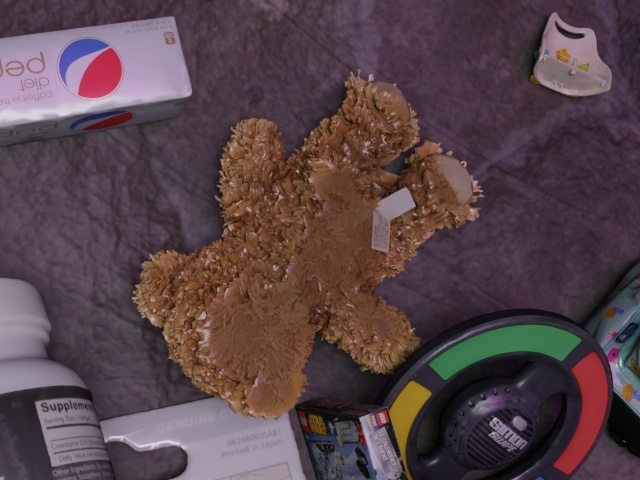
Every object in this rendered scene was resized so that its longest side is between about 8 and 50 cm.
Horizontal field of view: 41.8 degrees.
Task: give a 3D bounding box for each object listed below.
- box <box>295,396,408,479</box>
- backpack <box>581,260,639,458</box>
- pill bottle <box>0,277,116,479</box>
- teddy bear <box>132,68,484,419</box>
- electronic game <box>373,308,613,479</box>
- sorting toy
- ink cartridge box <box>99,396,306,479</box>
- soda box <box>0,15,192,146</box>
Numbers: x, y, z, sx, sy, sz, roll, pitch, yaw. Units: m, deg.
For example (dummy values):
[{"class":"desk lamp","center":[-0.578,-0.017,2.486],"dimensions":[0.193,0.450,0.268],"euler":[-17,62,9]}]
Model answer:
[{"class":"box","center":[0.027,0.178,0.677],"dimensions":[0.027,0.137,0.094],"euler":[-17,90,-23]},{"class":"backpack","center":[0.347,0.102,0.795],"dimensions":[0.166,0.144,0.188],"euler":[44,69,-4]},{"class":"pill bottle","center":[-0.216,0.177,0.557],"dimensions":[0.162,0.162,0.278],"euler":[-16,72,-20]},{"class":"teddy bear","center":[0.000,0.000,0.717],"dimensions":[0.245,0.113,0.338],"euler":[35,67,-20]},{"class":"electronic game","center":[0.147,0.159,0.719],"dimensions":[0.229,0.048,0.229],"euler":[-7,118,-14]},{"class":"sorting toy","center":[0.251,-0.191,0.848],"dimensions":[0.083,0.045,0.075],"euler":[19,71,-16]},{"class":"ink cartridge box","center":[-0.135,0.335,0.653],"dimensions":[0.308,0.091,0.385],"euler":[-9,70,-19]},{"class":"soda box","center":[-0.216,-0.120,0.660],"dimensions":[0.216,0.074,0.069],"euler":[-14,88,-20]}]
